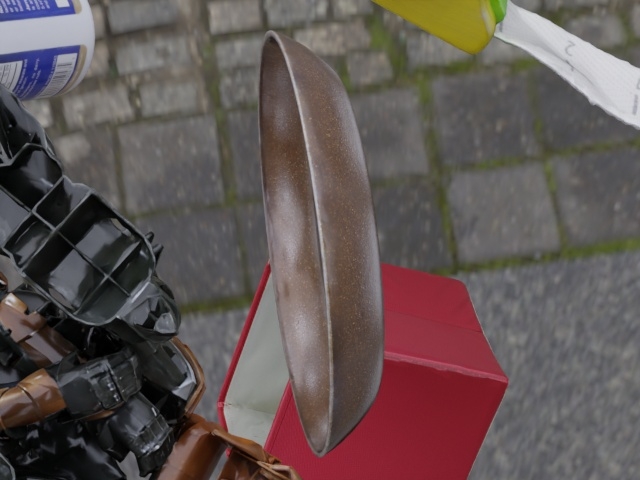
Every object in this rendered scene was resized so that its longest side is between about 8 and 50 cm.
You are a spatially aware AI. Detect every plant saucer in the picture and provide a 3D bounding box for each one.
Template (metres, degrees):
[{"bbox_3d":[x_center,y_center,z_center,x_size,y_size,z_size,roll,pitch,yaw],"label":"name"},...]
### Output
[{"bbox_3d":[0.000,0.000,1.369,0.050,0.310,0.310,-8,68,-8],"label":"plant saucer"}]

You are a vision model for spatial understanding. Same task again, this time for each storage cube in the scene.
[{"bbox_3d":[0.032,0.139,1.700,0.193,0.215,0.183,12,24,-16],"label":"storage cube"}]

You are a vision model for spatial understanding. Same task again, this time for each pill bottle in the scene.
[{"bbox_3d":[-0.285,-0.162,1.522,0.187,0.112,0.112,-14,62,-49],"label":"pill bottle"}]

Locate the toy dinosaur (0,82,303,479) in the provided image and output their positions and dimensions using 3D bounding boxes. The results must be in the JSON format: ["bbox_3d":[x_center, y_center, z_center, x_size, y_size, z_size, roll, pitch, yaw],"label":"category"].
[{"bbox_3d":[-0.102,0.054,0.727,0.322,0.218,0.164,4,74,10],"label":"toy dinosaur"}]

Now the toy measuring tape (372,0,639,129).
[{"bbox_3d":[0.095,-0.147,0.903,0.330,0.121,0.121,27,69,-14],"label":"toy measuring tape"}]
